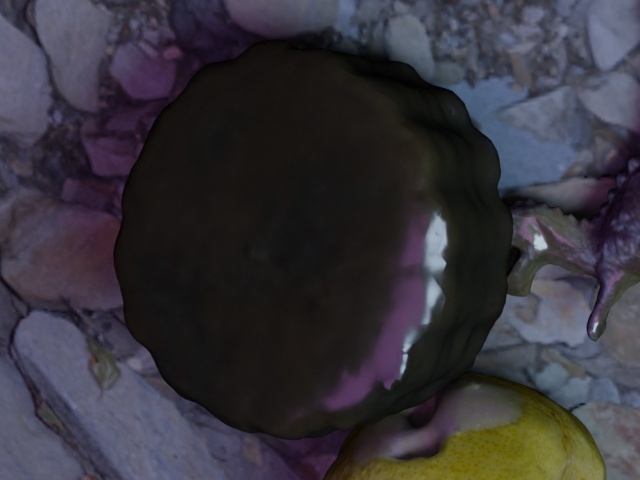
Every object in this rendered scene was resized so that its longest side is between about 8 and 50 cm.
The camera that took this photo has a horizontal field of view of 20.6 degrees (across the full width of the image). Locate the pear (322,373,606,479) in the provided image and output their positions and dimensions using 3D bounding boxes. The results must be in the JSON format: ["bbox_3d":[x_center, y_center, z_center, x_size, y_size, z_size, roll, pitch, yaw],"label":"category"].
[{"bbox_3d":[0.083,0.161,1.066,0.178,0.178,0.178,8,115,18],"label":"pear"}]

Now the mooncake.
[{"bbox_3d":[0.000,0.000,1.029,0.228,0.124,0.228,-1,88,31],"label":"mooncake"}]

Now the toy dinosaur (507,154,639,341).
[{"bbox_3d":[0.193,-0.042,0.990,0.199,0.072,0.251,36,131,15],"label":"toy dinosaur"}]
